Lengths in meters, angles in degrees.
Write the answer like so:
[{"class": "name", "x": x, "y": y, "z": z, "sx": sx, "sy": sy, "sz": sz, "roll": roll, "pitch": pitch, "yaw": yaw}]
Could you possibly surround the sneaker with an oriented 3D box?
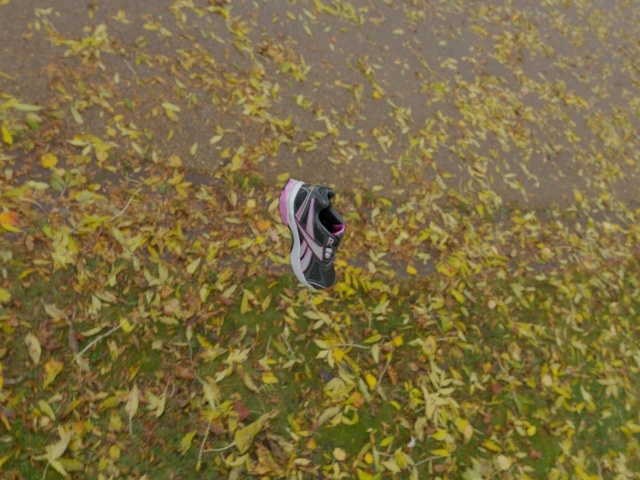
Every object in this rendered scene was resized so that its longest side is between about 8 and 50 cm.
[{"class": "sneaker", "x": 0.000, "y": 0.000, "z": 0.670, "sx": 0.077, "sy": 0.178, "sz": 0.072, "roll": 5, "pitch": 42, "yaw": 27}]
